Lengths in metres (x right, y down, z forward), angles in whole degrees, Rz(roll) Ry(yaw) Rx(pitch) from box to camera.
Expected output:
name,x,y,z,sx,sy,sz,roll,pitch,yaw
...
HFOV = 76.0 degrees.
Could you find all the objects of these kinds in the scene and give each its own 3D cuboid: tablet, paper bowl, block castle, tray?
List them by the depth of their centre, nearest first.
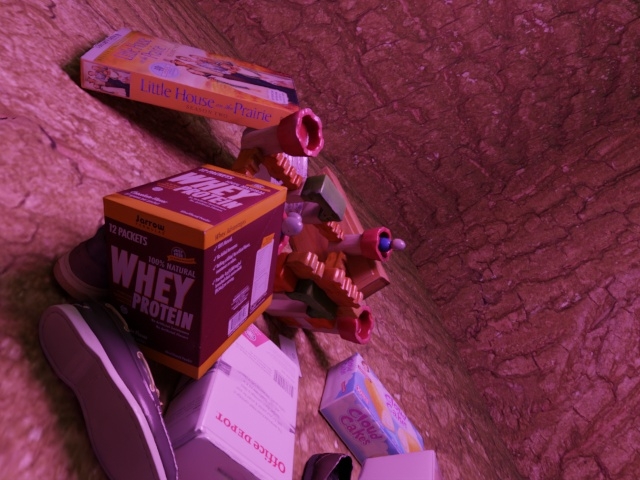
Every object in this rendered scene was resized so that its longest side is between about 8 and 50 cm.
name,x,y,z,sx,sy,sz,roll,pitch,yaw
tablet,-0.062,0.234,0.836,0.054,0.006,0.083,41,22,-41
block castle,0.000,0.000,0.837,0.453,0.212,0.303,50,49,-44
paper bowl,-0.132,-0.188,1.064,0.147,0.285,0.284,1,39,-13
tray,0.019,-0.004,1.174,0.076,0.202,0.411,37,24,-51

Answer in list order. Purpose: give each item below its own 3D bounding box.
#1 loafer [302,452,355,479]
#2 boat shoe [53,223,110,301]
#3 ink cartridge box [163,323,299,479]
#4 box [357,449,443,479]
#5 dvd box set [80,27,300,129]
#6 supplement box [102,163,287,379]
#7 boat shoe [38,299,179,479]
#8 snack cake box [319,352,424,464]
name,x,y,z,sx,sy,sz,roll,pitch,yaw
loafer,0.009,0.392,0.597,0.080,0.078,0.220,52,16,-12
boat shoe,-0.248,0.004,0.604,0.103,0.092,0.285,54,16,-2
ink cartridge box,-0.112,0.227,0.556,0.159,0.092,0.218,49,16,-20
box,0.151,0.493,0.590,0.148,0.121,0.312,-23,95,-72
dvd box set,-0.262,-0.362,0.924,0.419,0.062,0.308,10,34,-15
supplement box,-0.151,0.026,0.530,0.128,0.194,0.191,18,26,15
boat shoe,-0.208,0.160,0.433,0.228,0.081,0.068,56,20,10
snack cake box,0.117,0.396,0.879,0.264,0.089,0.152,54,17,-7
